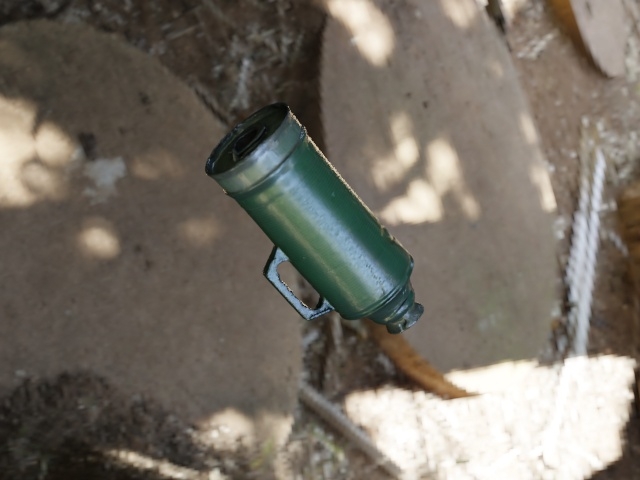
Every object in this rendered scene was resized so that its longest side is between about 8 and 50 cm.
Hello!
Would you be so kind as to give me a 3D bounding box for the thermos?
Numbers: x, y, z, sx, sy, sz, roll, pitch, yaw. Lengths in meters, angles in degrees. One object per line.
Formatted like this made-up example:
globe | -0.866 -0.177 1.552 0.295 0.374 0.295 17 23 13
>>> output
thermos | 0.004 -0.003 0.918 0.187 0.073 0.083 48 51 -22
